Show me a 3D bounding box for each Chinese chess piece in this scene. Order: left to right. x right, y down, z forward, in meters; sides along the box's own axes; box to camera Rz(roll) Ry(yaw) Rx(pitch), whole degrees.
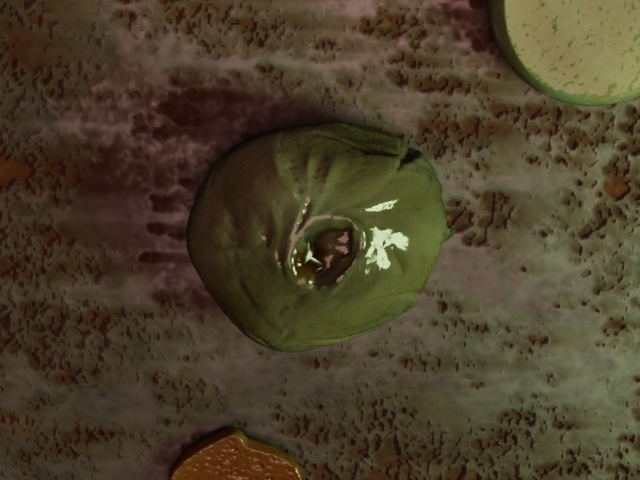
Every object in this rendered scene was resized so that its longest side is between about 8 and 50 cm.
[{"bbox_3d":[0.181,-0.160,1.079,0.144,0.058,0.144,0,107,-1],"label":"Chinese chess piece"}]

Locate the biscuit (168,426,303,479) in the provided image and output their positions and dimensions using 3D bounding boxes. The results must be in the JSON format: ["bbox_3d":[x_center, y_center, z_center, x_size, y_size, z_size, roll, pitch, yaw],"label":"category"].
[{"bbox_3d":[-0.058,0.198,1.188,0.102,0.019,0.130,-13,106,2],"label":"biscuit"}]

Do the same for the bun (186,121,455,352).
[{"bbox_3d":[0.000,0.000,1.086,0.173,0.113,0.166,-41,103,11],"label":"bun"}]
